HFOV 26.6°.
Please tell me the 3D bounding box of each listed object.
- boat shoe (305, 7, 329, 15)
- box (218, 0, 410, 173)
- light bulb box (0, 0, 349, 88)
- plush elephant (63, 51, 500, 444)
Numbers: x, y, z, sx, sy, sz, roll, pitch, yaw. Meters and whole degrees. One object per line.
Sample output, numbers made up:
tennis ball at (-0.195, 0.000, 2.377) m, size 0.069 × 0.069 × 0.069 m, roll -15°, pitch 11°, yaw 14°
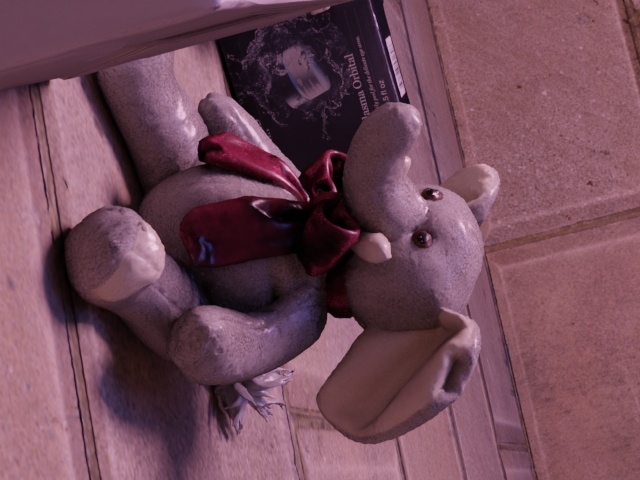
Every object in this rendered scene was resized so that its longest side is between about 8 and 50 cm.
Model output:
boat shoe at (-0.099, -0.443, 1.248) m, size 0.187 × 0.156 × 0.500 m, roll -63°, pitch 135°, yaw -79°
box at (0.001, -0.154, 1.356) m, size 0.093 × 0.158 × 0.156 m, roll -55°, pitch 129°, yaw -74°
light bulb box at (-0.153, -0.267, 0.688) m, size 0.358 × 0.225 × 0.361 m, roll -46°, pitch 122°, yaw -74°
plush elephant at (0.000, 0.000, 0.974) m, size 0.272 × 0.255 × 0.330 m, roll -89°, pitch 160°, yaw -49°
